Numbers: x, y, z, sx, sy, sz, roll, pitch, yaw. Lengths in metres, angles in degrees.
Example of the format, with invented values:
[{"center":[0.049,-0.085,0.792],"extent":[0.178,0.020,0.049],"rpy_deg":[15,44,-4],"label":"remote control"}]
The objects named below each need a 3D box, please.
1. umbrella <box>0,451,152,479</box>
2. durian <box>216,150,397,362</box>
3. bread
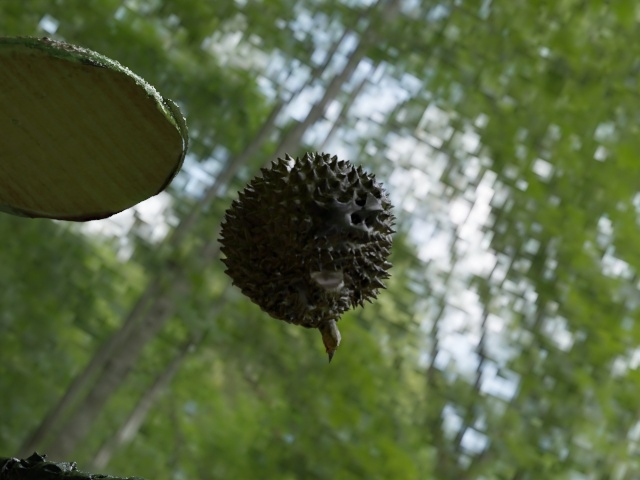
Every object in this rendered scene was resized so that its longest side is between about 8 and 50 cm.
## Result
[{"center":[-0.240,0.247,1.653],"extent":[0.224,0.071,0.080],"rpy_deg":[7,-2,37],"label":"umbrella"},{"center":[0.000,0.000,1.885],"extent":[0.193,0.237,0.138],"rpy_deg":[0,-34,-33],"label":"durian"},{"center":[-0.278,-0.113,1.713],"extent":[0.301,0.045,0.301],"rpy_deg":[2,-31,1],"label":"bread"}]
